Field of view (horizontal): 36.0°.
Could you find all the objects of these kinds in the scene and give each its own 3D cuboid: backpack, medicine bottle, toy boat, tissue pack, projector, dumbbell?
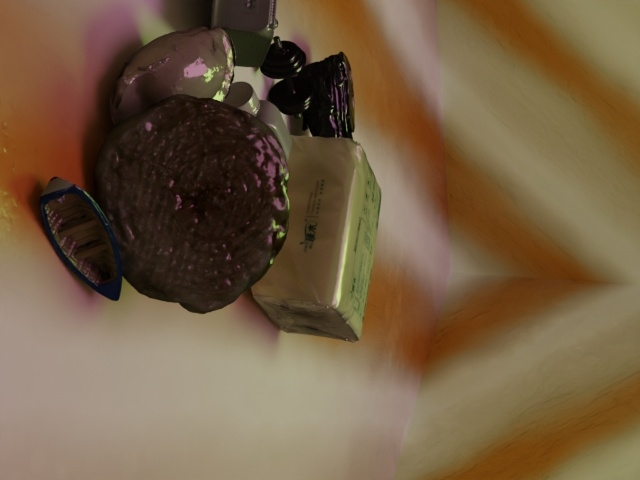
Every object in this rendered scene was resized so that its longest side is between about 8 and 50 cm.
[{"bbox_3d":[0.019,-0.290,2.242,0.206,0.133,0.258,-37,117,-78],"label":"backpack"},{"bbox_3d":[-0.127,-0.207,1.813,0.183,0.119,0.069,65,32,-54],"label":"medicine bottle"},{"bbox_3d":[-0.316,0.001,1.331,0.229,0.080,0.046,74,-8,-51],"label":"toy boat"},{"bbox_3d":[0.000,0.000,2.123,0.297,0.207,0.380,59,38,-65],"label":"tissue pack"},{"bbox_3d":[-0.126,-0.416,1.656,0.250,0.108,0.198,155,-61,-82],"label":"projector"},{"bbox_3d":[-0.068,-0.332,2.022,0.208,0.099,0.099,74,26,-46],"label":"dumbbell"}]

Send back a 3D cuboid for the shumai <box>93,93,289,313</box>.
[{"bbox_3d":[-0.200,-0.078,1.506,0.309,0.304,0.263,-51,-164,6],"label":"shumai"}]

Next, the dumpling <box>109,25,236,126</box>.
[{"bbox_3d":[-0.221,-0.226,1.485,0.247,0.142,0.172,-35,133,-35],"label":"dumpling"}]
